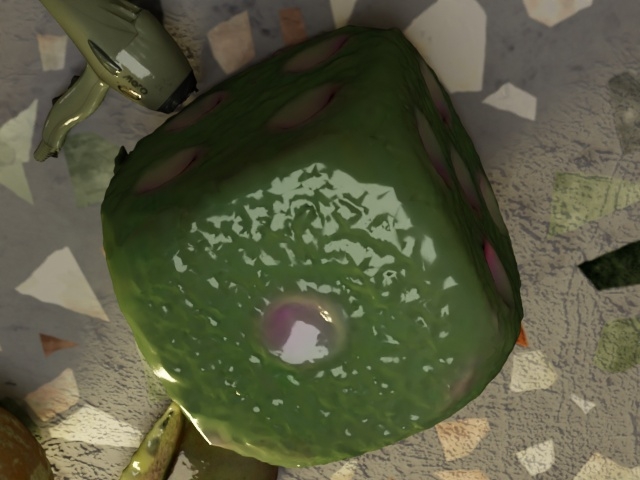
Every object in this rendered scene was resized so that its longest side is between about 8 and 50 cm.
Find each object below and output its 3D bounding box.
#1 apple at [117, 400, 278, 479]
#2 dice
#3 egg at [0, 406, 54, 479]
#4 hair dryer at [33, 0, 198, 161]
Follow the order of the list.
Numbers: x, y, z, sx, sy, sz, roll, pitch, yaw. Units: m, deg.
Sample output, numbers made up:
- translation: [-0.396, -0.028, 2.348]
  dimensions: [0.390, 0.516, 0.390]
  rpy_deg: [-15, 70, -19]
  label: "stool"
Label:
- translation: [-0.151, 0.325, 1.497]
  dimensions: [0.193, 0.120, 0.265]
  rpy_deg: [21, 123, -24]
  label: "apple"
- translation: [0.000, 0.000, 1.166]
  dimensions: [0.322, 0.330, 0.318]
  rpy_deg: [-23, 114, 16]
  label: "dice"
- translation: [-0.426, 0.298, 1.437]
  dimensions: [0.203, 0.203, 0.245]
  rpy_deg: [-10, 115, 7]
  label: "egg"
- translation: [-0.262, -0.202, 1.207]
  dimensions: [0.224, 0.088, 0.219]
  rpy_deg: [-17, 114, 29]
  label: "hair dryer"
